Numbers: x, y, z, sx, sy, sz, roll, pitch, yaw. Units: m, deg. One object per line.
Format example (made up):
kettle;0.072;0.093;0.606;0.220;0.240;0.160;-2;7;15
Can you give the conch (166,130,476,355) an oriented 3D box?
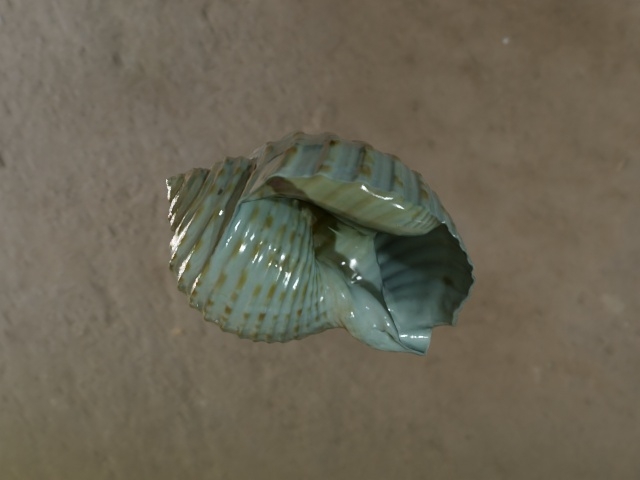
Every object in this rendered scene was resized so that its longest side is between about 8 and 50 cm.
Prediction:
conch;-0.002;-0.006;0.656;0.135;0.153;0.102;124;147;-51
